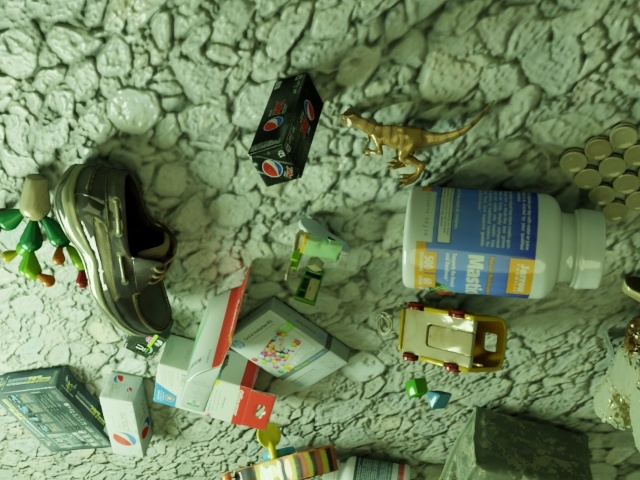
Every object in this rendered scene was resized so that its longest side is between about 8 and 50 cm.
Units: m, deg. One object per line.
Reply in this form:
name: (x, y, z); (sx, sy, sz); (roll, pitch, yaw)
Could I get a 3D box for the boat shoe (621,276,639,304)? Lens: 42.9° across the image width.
boat shoe: (0.521, 0.098, 1.262); (0.135, 0.050, 0.045); (23, 129, -8)

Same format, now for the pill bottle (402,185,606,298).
pill bottle: (0.258, 0.005, 1.165); (0.271, 0.152, 0.152); (4, 134, 11)

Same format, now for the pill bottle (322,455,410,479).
pill bottle: (0.096, 0.514, 1.720); (0.180, 0.108, 0.108); (8, 134, 6)

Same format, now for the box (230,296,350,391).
box: (-0.061, 0.195, 1.502); (0.186, 0.038, 0.145); (37, 130, -20)

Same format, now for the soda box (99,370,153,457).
soda box: (-0.411, 0.375, 1.736); (0.073, 0.069, 0.216); (9, 135, 6)

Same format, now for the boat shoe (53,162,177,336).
boat shoe: (-0.309, 0.029, 1.339); (0.130, 0.132, 0.356); (-3, 133, 17)

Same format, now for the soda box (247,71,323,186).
soda box: (-0.043, -0.149, 1.078); (0.053, 0.169, 0.060); (-12, 129, 24)

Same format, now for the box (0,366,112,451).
box: (-0.574, 0.373, 1.779); (0.183, 0.059, 0.233); (-11, 130, 22)

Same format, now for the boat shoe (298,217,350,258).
boat shoe: (0.000, 0.000, 1.306); (0.100, 0.035, 0.035); (30, 130, -24)

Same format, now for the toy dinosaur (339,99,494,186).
toy dinosaur: (0.127, -0.137, 1.124); (0.211, 0.064, 0.112); (5, 133, 8)

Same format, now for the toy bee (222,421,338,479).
toy bee: (-0.112, 0.501, 1.694); (0.162, 0.195, 0.298); (4, 135, -47)

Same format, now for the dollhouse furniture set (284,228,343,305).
dollhouse furniture set: (-0.016, 0.046, 1.303); (0.076, 0.059, 0.152); (18, 153, 2)

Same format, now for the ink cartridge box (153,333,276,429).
ink cartridge box: (-0.199, 0.279, 1.586); (0.230, 0.078, 0.134); (16, 135, -2)

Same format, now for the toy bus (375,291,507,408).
toy bus: (0.212, 0.159, 1.352); (0.104, 0.202, 0.191); (6, 136, -37)

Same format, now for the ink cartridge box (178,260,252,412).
ink cartridge box: (-0.182, 0.160, 1.397); (0.056, 0.181, 0.225); (16, 135, -7)

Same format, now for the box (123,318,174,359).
box: (-0.324, 0.175, 1.536); (0.062, 0.052, 0.083); (28, 134, -14)

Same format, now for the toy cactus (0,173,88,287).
toy cactus: (-0.469, -0.022, 1.358); (0.218, 0.112, 0.181); (23, 114, 23)

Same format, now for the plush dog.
plush dog: (0.586, 0.227, 1.288); (0.225, 0.262, 0.211); (3, 95, -4)

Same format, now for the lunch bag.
lunch bag: (0.363, 0.483, 1.585); (0.235, 0.169, 0.287); (15, 130, -1)

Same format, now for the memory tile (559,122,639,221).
memory tile: (0.415, -0.092, 1.132); (0.113, 0.012, 0.148); (-29, 120, 34)
